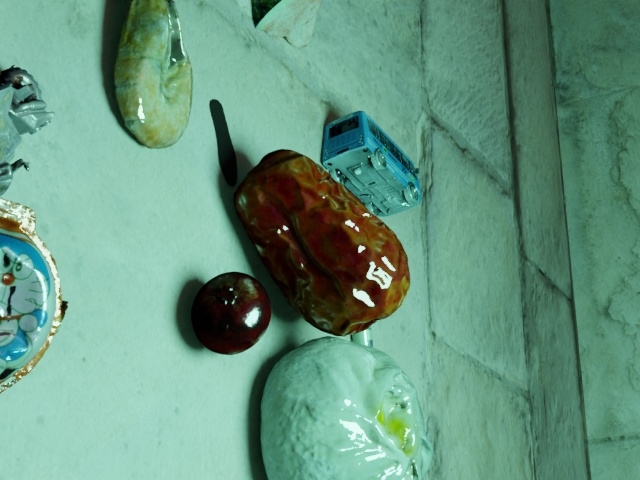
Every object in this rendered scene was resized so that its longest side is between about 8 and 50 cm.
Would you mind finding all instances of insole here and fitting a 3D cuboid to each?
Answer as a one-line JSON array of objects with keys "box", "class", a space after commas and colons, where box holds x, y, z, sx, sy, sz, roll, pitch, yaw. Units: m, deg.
[{"box": [-0.165, -0.166, 1.636, 0.053, 0.002, 0.153, -13, 89, -61], "class": "insole"}]

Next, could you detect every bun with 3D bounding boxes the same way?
[{"box": [0.054, 0.329, 1.597, 0.362, 0.211, 0.362, 29, 54, -50], "class": "bun"}]

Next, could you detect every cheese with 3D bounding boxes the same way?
[{"box": [-0.378, 0.114, 1.023, 0.217, 0.129, 0.329, 26, 74, -48], "class": "cheese"}]

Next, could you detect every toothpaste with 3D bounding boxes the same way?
[{"box": [0.088, 0.245, 1.870, 0.062, 0.039, 0.239, 14, 68, -65], "class": "toothpaste"}]

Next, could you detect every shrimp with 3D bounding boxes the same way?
[{"box": [-0.246, -0.291, 1.481, 0.168, 0.077, 0.317, 36, 55, -57], "class": "shrimp"}]

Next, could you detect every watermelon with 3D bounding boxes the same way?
[{"box": [-0.077, -0.480, 1.885, 0.207, 0.136, 0.202, -109, -154, -52], "class": "watermelon"}]

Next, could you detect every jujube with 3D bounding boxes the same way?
[{"box": [0.000, 0.000, 1.614, 0.342, 0.216, 0.216, 50, 32, 0], "class": "jujube"}]

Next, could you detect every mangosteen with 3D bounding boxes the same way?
[{"box": [-0.133, 0.118, 1.465, 0.140, 0.140, 0.140, 32, 51, -51], "class": "mangosteen"}]

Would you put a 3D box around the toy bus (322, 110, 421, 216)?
[{"box": [0.110, -0.154, 1.998, 0.246, 0.113, 0.134, 38, 41, -46], "class": "toy bus"}]

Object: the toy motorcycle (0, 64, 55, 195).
[{"box": [-0.386, -0.131, 1.160, 0.123, 0.080, 0.215, 65, 27, -20], "class": "toy motorcycle"}]
